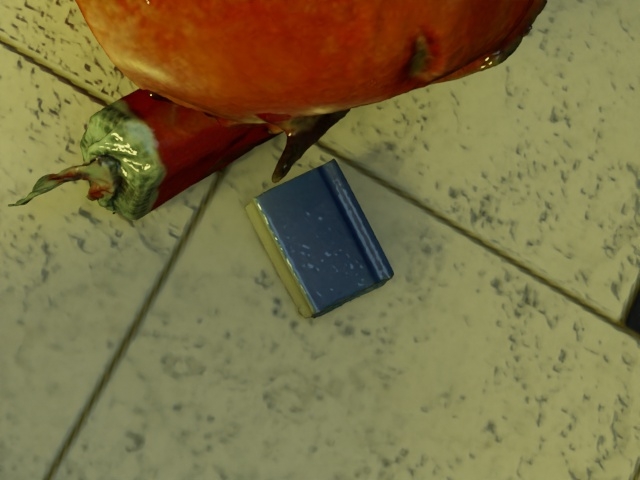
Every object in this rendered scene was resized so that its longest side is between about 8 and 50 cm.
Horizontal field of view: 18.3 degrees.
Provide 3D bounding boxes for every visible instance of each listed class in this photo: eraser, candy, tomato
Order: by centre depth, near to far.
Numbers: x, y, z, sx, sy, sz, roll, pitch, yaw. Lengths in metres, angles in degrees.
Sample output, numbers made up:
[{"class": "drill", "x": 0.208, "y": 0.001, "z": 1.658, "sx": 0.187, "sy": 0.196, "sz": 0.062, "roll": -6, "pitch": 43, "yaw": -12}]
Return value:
[{"class": "tomato", "x": 0.011, "y": -0.196, "z": 1.097, "sx": 0.309, "sy": 0.170, "sz": 0.309, "roll": -5, "pitch": 99, "yaw": -30}, {"class": "candy", "x": -0.064, "y": -0.080, "z": 1.217, "sx": 0.292, "sy": 0.086, "sz": 0.059, "roll": -31, "pitch": 79, "yaw": -23}, {"class": "eraser", "x": 0.000, "y": 0.000, "z": 1.244, "sx": 0.063, "sy": 0.027, "sz": 0.084, "roll": -25, "pitch": 83, "yaw": -23}]
